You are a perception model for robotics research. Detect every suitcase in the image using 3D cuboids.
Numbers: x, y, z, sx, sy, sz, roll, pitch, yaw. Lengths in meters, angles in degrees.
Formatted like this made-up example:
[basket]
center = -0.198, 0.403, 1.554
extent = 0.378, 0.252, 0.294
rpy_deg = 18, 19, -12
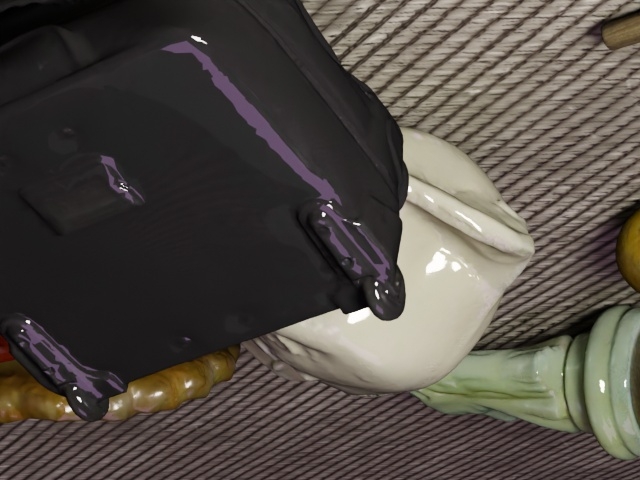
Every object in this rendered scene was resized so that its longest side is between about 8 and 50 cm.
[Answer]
[suitcase]
center = -0.139, -0.053, 1.403
extent = 0.345, 0.188, 0.339
rpy_deg = -19, 132, 29

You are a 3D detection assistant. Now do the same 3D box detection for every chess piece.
[chess piece]
center = 0.244, 0.162, 2.131
extent = 0.298, 0.176, 0.176
rpy_deg = -3, 161, 31

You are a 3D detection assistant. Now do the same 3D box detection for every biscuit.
[biscuit]
center = -0.231, 0.110, 1.864
extent = 0.329, 0.078, 0.335
rpy_deg = 5, -167, 26

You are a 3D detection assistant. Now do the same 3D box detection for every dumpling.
[dumpling]
center = 0.000, 0.000, 1.663
extent = 0.315, 0.233, 0.395
rpy_deg = 37, 150, -10

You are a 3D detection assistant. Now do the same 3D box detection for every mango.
[mango]
center = 0.359, 0.013, 1.853
extent = 0.130, 0.092, 0.195
rpy_deg = -21, 161, 29

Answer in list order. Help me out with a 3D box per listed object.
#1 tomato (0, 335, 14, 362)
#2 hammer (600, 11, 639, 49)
[tomato]
center = -0.299, 0.035, 1.695
extent = 0.195, 0.136, 0.195
rpy_deg = -5, 157, -2
[hammer]
center = 0.377, -0.201, 1.393
extent = 0.365, 0.043, 0.111
rpy_deg = -14, 177, 32
